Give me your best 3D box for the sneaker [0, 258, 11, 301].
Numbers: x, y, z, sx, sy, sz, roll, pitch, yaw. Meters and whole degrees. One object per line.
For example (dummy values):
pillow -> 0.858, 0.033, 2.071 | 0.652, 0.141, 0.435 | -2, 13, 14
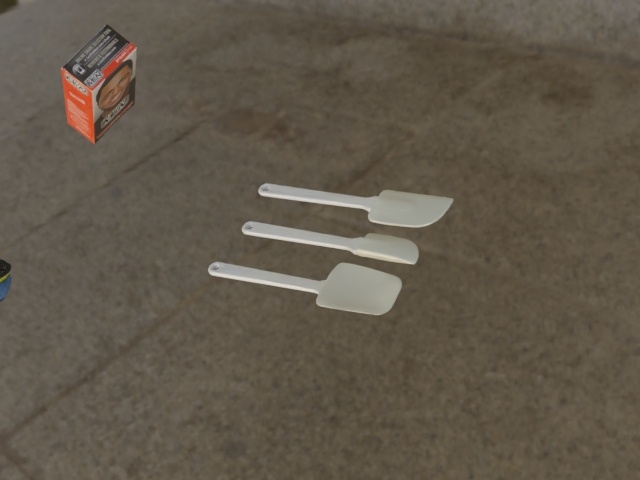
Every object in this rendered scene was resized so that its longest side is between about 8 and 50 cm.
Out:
sneaker -> -0.504, 0.095, 1.367 | 0.069, 0.082, 0.209 | 22, 24, 13

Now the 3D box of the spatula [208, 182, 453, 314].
spatula -> 0.000, 0.000, 1.038 | 0.242, 0.019, 0.168 | 9, 55, 33

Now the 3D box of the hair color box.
hair color box -> -0.237, -0.165, 1.065 | 0.043, 0.141, 0.072 | 39, 71, 2
